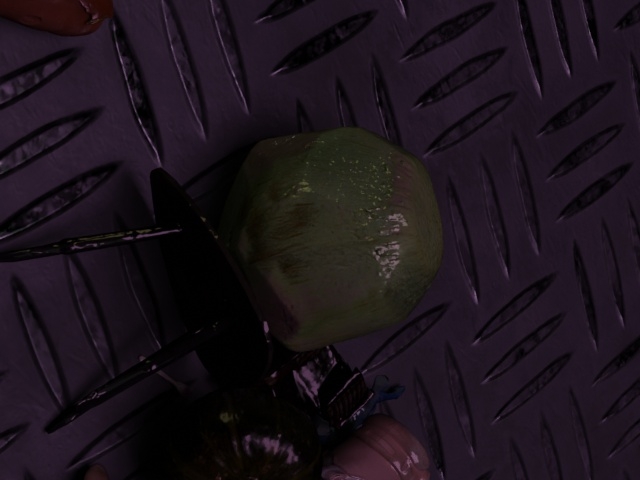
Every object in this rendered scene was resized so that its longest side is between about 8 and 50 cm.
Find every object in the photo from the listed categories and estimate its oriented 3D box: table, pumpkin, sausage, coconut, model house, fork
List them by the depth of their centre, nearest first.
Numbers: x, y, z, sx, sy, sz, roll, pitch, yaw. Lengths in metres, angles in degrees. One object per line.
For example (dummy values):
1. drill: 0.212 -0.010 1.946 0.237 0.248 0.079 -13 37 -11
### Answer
1. sausage: -0.423 -0.323 1.771 0.419 0.094 0.094 17 132 -43
2. table: -0.238 0.113 1.927 0.249 0.317 0.317 -23 115 -21
3. pumpkin: -0.108 0.297 2.066 0.223 0.157 0.224 -3 122 -4
4. coconut: 0.000 0.000 2.103 0.281 0.328 0.328 32 76 -64
5. fork: -0.212 0.190 2.126 0.115 0.012 0.016 45 62 -38
6. model house: -0.033 0.211 2.213 0.203 0.141 0.164 -33 116 -22

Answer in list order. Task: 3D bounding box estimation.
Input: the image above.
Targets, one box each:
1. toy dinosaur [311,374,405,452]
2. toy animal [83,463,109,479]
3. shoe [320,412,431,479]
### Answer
1. toy dinosaur: 0.025 0.263 2.314 0.329 0.076 0.144 -33 151 -34
2. toy animal: -0.235 0.426 2.057 0.149 0.165 0.248 -55 140 -12
3. shoe: 0.027 0.429 2.259 0.198 0.172 0.351 -19 127 -42
